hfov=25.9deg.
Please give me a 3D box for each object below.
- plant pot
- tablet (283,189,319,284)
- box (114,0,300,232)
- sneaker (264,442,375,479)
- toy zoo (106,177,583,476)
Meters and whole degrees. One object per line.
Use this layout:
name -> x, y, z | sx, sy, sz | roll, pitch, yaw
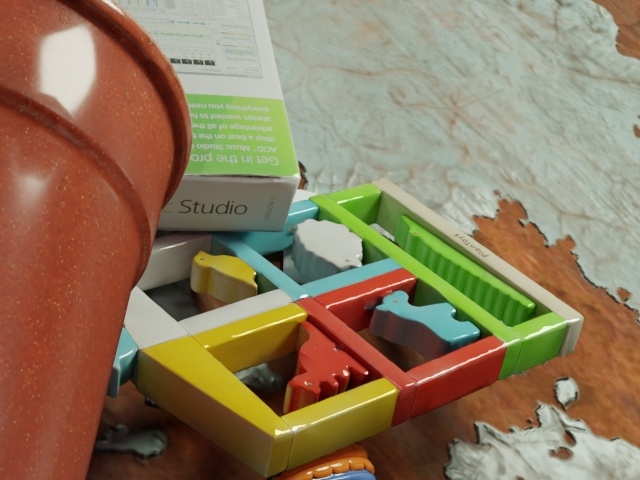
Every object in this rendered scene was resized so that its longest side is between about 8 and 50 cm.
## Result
plant pot -> -0.202, 0.046, 0.614 | 0.272, 0.272, 0.265 | 14, 55, -17
tablet -> 0.000, 0.000, 0.951 | 0.054, 0.006, 0.083 | 14, 46, -17
box -> -0.152, -0.141, 0.929 | 0.232, 0.058, 0.322 | 1, 47, -15
sneaker -> -0.039, 0.178, 0.722 | 0.221, 0.083, 0.087 | -21, 69, -37
toy zoo -> -0.010, 0.045, 0.832 | 0.293, 0.030, 0.192 | -17, 40, -38
